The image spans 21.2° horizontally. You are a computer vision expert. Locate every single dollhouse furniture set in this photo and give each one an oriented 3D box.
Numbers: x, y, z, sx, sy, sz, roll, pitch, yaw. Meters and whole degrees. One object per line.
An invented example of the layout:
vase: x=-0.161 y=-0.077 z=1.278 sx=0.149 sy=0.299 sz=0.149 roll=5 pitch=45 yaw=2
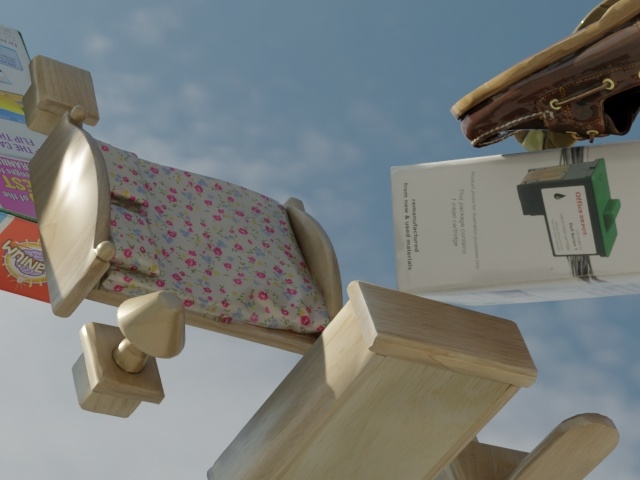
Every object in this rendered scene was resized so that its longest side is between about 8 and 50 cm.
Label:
dollhouse furniture set: x=0.000 y=0.000 z=1.081 sx=0.303 sy=0.355 sz=0.174 roll=16 pitch=-52 yaw=-33

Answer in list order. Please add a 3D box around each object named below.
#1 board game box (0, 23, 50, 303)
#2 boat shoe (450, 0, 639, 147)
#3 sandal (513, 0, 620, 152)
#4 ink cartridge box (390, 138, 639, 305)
board game box: x=-0.316 y=-0.096 z=1.295 sx=0.242 sy=0.316 sz=0.064 roll=19 pitch=-63 yaw=-33
boat shoe: x=0.169 y=-0.097 z=1.043 sx=0.207 sy=0.073 sz=0.073 roll=-28 pitch=-93 yaw=42
sandal: x=0.210 y=-0.129 z=1.263 sx=0.072 sy=0.049 sz=0.180 roll=47 pitch=-50 yaw=2
ink cartridge box: x=0.177 y=-0.010 z=1.157 sx=0.219 sy=0.093 sz=0.160 roll=-6 pitch=-7 yaw=21
